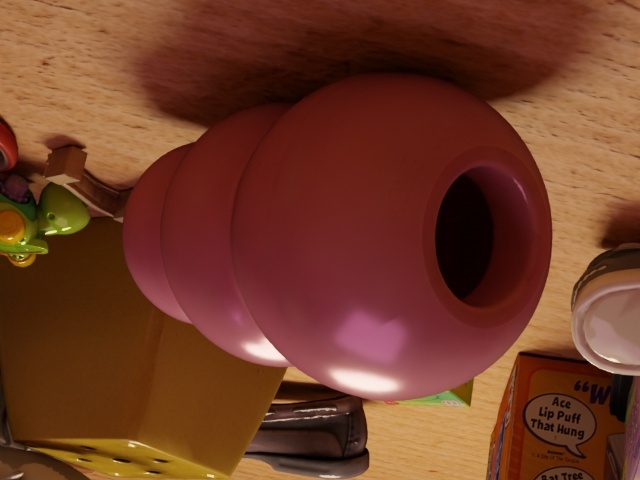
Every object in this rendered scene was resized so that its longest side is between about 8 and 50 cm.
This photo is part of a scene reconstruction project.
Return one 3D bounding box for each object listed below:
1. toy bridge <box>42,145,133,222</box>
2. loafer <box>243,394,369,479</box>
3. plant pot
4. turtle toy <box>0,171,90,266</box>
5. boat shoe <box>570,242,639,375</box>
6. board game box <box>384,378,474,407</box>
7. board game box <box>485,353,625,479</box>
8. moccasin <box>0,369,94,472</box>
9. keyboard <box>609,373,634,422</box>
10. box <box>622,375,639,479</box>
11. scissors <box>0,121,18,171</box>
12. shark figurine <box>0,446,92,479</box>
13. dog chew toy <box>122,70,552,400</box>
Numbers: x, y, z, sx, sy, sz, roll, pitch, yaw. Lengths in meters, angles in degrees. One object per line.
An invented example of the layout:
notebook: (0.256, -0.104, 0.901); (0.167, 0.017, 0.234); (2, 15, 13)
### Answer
toy bridge: (-0.141, -0.028, 1.467); (0.188, 0.026, 0.063); (23, 160, -38)
loafer: (-0.086, 0.197, 2.084); (0.302, 0.095, 0.109); (7, -167, 20)
plant pot: (-0.159, 0.104, 1.623); (0.212, 0.187, 0.212); (-4, 158, 35)
turtle toy: (-0.248, -0.022, 1.472); (0.130, 0.066, 0.095); (8, 164, 0)
boat shoe: (0.349, 0.042, 1.390); (0.319, 0.116, 0.099); (-1, -156, 8)
board game box: (0.074, 0.117, 1.786); (0.092, 0.043, 0.181); (0, 161, 26)
board game box: (0.339, 0.351, 1.869); (0.356, 0.356, 0.356); (8, 162, 3)
moccasin: (-0.380, 0.194, 2.128); (0.147, 0.139, 0.380); (-6, 168, 16)
keyboard: (0.354, 0.103, 1.592); (0.201, 0.033, 0.317); (4, 157, 8)
box: (0.378, 0.154, 1.518); (0.243, 0.117, 0.213); (4, 157, 7)
scissors: (-0.284, -0.110, 1.301); (0.109, 0.021, 0.297); (10, 162, 4)
shark figurine: (-0.268, 0.211, 1.609); (0.278, 0.166, 0.116); (2, -164, -3)
dog chew toy: (-0.009, -0.003, 1.219); (0.206, 0.207, 0.331); (23, 165, -38)
